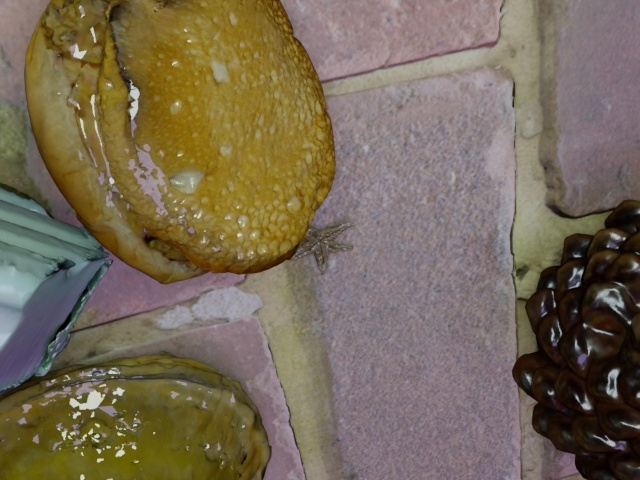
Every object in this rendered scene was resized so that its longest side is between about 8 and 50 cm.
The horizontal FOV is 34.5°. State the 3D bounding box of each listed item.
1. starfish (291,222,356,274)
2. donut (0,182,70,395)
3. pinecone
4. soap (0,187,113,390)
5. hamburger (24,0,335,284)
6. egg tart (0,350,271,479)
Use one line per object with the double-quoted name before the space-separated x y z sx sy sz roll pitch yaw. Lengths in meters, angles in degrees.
"starfish" 0.000 0.000 1.233 0.092 0.016 0.086 -34 128 14
"donut" -0.387 0.045 1.096 0.272 0.107 0.272 -11 127 -16
"pinecone" 0.449 0.152 1.265 0.398 0.397 0.397 -8 126 -12
"soap" -0.399 0.001 0.845 0.446 0.261 0.156 21 98 -32
"hamburger" -0.126 -0.119 0.949 0.170 0.290 0.314 -10 121 34
"egg tart" -0.259 0.326 1.265 0.443 0.178 0.443 -12 134 -12
